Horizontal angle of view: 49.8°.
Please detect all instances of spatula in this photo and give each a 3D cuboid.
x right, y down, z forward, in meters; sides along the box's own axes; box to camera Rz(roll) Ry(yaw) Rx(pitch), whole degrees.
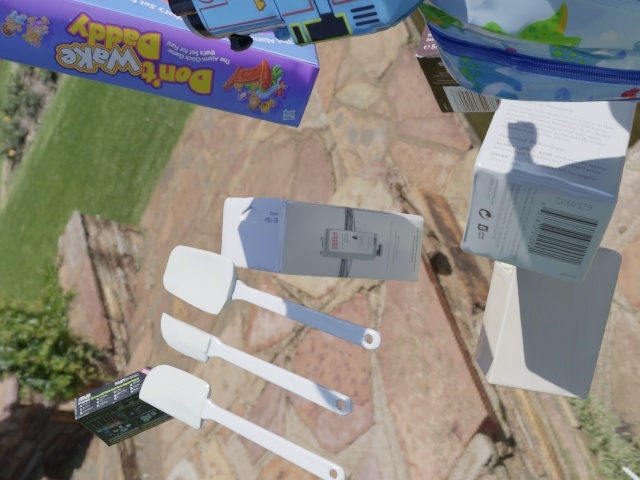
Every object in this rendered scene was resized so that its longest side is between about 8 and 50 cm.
[{"bbox_3d":[-0.065,0.110,0.635,0.242,0.019,0.168,17,91,30],"label":"spatula"}]

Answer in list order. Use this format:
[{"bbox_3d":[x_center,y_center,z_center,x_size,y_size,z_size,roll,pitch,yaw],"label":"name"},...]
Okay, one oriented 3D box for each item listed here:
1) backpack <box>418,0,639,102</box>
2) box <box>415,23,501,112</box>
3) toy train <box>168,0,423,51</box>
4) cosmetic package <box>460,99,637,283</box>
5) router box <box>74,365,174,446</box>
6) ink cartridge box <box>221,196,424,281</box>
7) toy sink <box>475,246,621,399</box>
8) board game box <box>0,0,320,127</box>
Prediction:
[{"bbox_3d":[0.229,-0.217,0.440,0.273,0.355,0.290,122,148,-57],"label":"backpack"},{"bbox_3d":[0.292,-0.355,1.227,0.168,0.167,0.203,5,65,31],"label":"box"},{"bbox_3d":[-0.027,-0.152,0.351,0.184,0.105,0.080,5,39,42],"label":"toy train"},{"bbox_3d":[0.270,-0.079,0.822,0.151,0.151,0.184,87,-155,-50],"label":"cosmetic package"},{"bbox_3d":[-0.274,0.239,0.990,0.122,0.092,0.038,-23,45,1],"label":"router box"},{"bbox_3d":[0.000,0.000,1.164,0.207,0.283,0.117,5,89,56],"label":"ink cartridge box"},{"bbox_3d":[0.347,0.106,1.077,0.131,0.152,0.234,-81,-1,-80],"label":"toy sink"},{"bbox_3d":[-0.185,-0.252,0.740,0.233,0.347,0.078,-97,24,-48],"label":"board game box"}]
